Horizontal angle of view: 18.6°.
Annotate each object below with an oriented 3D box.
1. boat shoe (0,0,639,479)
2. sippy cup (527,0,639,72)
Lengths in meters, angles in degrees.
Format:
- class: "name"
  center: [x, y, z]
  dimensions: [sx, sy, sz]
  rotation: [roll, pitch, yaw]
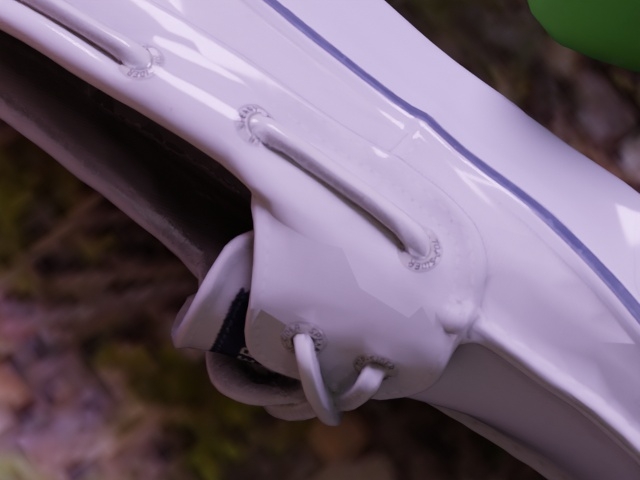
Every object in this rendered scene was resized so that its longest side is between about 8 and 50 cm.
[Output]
- class: "boat shoe"
  center: [0.000, 0.000, 0.447]
  dimensions: [0.258, 0.095, 0.084]
  rotation: [40, 68, 4]
- class: "sippy cup"
  center: [0.085, -0.204, 0.472]
  dimensions: [0.224, 0.240, 0.305]
  rotation: [4, 34, -10]
